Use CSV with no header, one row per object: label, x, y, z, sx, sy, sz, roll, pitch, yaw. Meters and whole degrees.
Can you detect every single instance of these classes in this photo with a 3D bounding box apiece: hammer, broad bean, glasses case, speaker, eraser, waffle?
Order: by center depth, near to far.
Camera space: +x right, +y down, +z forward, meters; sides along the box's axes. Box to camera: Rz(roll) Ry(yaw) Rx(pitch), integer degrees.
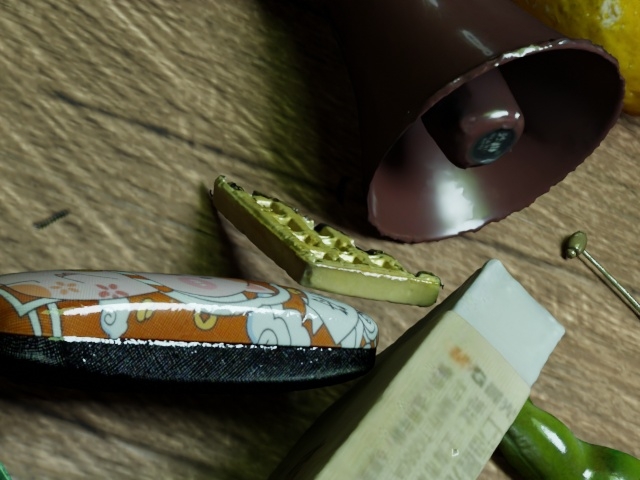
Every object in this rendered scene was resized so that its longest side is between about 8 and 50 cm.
eraser,0.016,0.147,1.094,0.078,0.144,0.343,44,41,-2
glasses case,-0.085,0.052,1.105,0.267,0.103,0.067,4,93,-39
waffle,0.000,0.000,1.218,0.098,0.023,0.153,9,17,-31
broad bean,0.182,0.159,1.297,0.213,0.048,0.070,44,42,0
speaker,0.010,-0.154,1.356,0.259,0.198,0.329,-32,62,-9
hammer,0.226,0.041,1.450,0.123,0.014,0.029,45,50,-6

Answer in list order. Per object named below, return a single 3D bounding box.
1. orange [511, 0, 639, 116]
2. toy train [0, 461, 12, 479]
orange,0.254,-0.203,1.533,0.219,0.193,0.219,9,61,-17
toy train,-0.213,0.106,0.989,0.111,0.071,0.170,-21,75,-54
